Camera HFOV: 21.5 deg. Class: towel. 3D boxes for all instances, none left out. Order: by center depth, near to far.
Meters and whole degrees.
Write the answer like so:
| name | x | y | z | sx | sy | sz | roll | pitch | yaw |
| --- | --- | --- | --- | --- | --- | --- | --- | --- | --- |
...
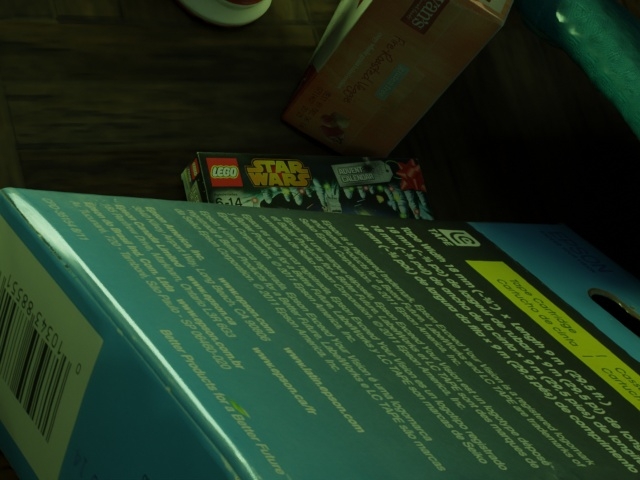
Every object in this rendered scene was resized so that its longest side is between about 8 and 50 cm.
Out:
| name | x | y | z | sx | sy | sz | roll | pitch | yaw |
| --- | --- | --- | --- | --- | --- | --- | --- | --- | --- |
| towel | 0.259 | 0.017 | 0.891 | 0.271 | 0.040 | 0.370 | 22 | 30 | -50 |

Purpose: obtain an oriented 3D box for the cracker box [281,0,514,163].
| name | x | y | z | sx | sy | sz | roll | pitch | yaw |
| --- | --- | --- | --- | --- | --- | --- | --- | --- | --- |
| cracker box | 0.072 | -0.170 | 0.957 | 0.067 | 0.155 | 0.232 | 31 | 52 | -9 |

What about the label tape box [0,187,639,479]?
| name | x | y | z | sx | sy | sz | roll | pitch | yaw |
| --- | --- | --- | --- | --- | --- | --- | --- | --- | --- |
| label tape box | 0.040 | 0.081 | 0.748 | 0.334 | 0.105 | 0.240 | 4 | 26 | -36 |

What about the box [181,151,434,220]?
| name | x | y | z | sx | sy | sz | roll | pitch | yaw |
| --- | --- | --- | --- | --- | --- | --- | --- | --- | --- |
| box | 0.000 | 0.000 | 0.901 | 0.137 | 0.027 | 0.094 | 0 | 62 | -28 |

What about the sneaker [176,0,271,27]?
| name | x | y | z | sx | sy | sz | roll | pitch | yaw |
| --- | --- | --- | --- | --- | --- | --- | --- | --- | --- |
| sneaker | -0.086 | -0.234 | 0.928 | 0.221 | 0.128 | 0.087 | 43 | 51 | -1 |
